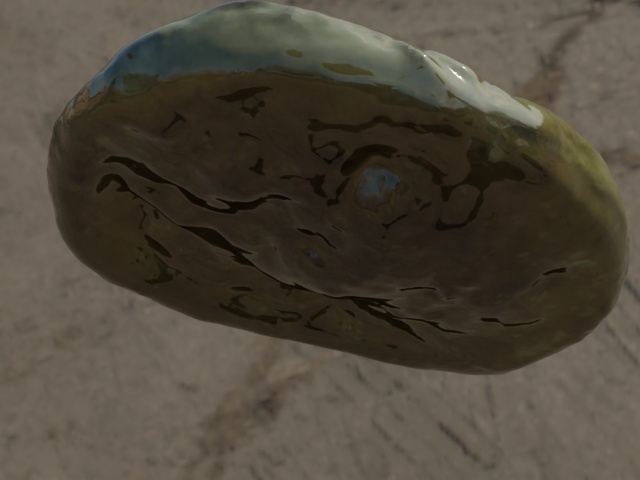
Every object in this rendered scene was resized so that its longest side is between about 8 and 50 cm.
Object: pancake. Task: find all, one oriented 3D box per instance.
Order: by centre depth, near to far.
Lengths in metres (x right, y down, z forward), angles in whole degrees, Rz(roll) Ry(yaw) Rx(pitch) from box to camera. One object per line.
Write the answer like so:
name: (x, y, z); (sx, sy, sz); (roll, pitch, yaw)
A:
pancake: (0.000, 0.000, 0.608); (0.242, 0.242, 0.050); (-4, 57, 25)
